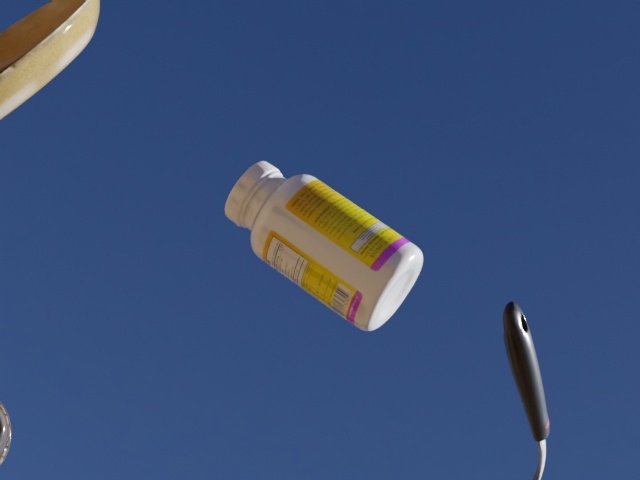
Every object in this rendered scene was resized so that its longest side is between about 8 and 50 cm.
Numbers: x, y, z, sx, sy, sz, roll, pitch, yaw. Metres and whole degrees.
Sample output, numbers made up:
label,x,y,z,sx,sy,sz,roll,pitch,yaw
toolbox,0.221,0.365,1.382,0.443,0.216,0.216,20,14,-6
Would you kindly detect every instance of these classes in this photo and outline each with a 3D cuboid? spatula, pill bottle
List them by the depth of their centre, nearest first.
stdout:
label,x,y,z,sx,sy,sz,roll,pitch,yaw
pill bottle,0.000,0.000,0.614,0.083,0.043,0.043,35,-38,16
spatula,0.173,0.175,1.152,0.030,0.084,0.296,-1,-60,15

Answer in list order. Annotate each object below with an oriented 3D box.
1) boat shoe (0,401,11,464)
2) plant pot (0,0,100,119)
label,x,y,z,sx,sy,sz,roll,pitch,yaw
boat shoe,-0.408,0.103,1.118,0.355,0.132,0.130,18,-25,-22
plant pot,-0.262,-0.120,1.106,0.236,0.236,0.032,-14,-61,45
